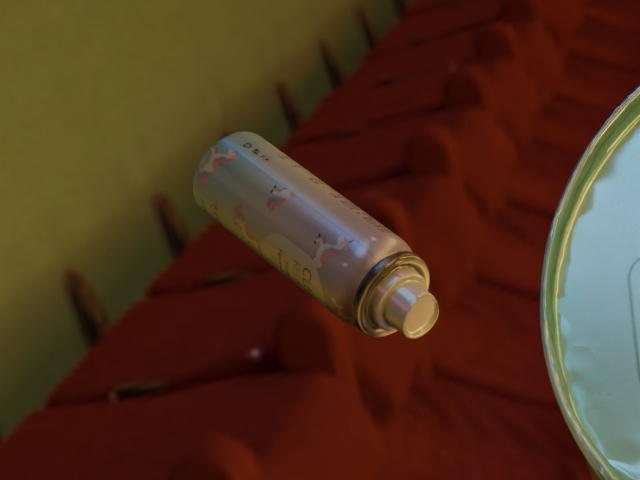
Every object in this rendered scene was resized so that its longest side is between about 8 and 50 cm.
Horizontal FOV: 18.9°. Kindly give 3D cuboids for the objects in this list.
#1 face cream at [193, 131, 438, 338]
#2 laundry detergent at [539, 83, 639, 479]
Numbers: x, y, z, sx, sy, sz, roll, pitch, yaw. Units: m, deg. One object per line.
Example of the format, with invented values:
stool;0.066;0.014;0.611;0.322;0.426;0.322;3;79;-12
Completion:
face cream;0.000;0.000;1.409;0.229;0.075;0.075;36;-11;40
laundry detergent;0.262;0.085;0.877;0.305;0.287;0.287;61;21;-57
